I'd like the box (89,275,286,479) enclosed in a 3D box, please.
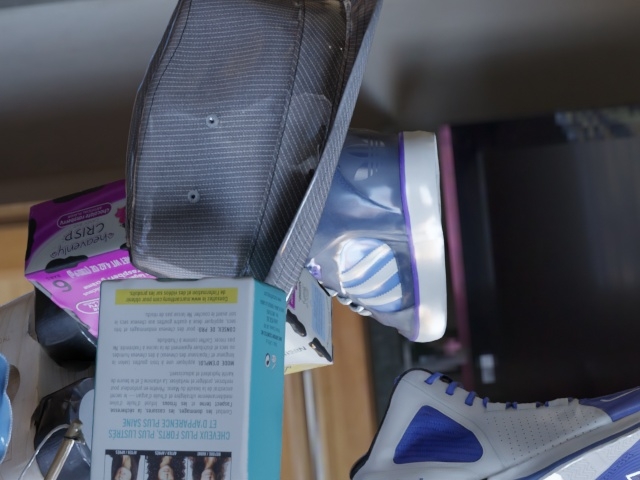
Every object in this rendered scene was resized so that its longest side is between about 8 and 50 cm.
[{"bbox_3d":[-0.078,0.145,0.954,0.060,0.100,0.244,27,64,-68],"label":"box"}]

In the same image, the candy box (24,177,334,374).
[{"bbox_3d":[-0.107,0.038,1.321,0.233,0.159,0.071,48,34,-50],"label":"candy box"}]

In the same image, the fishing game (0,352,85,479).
[{"bbox_3d":[-0.285,0.118,1.099,0.189,0.264,0.041,-58,156,14],"label":"fishing game"}]

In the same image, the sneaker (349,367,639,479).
[{"bbox_3d":[0.153,0.181,1.512,0.127,0.315,0.182,53,13,-54],"label":"sneaker"}]

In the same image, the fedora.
[{"bbox_3d":[-0.060,-0.074,1.085,0.244,0.124,0.275,-109,-145,-72],"label":"fedora"}]

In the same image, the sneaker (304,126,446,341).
[{"bbox_3d":[0.000,0.000,1.586,0.323,0.236,0.130,80,8,-60],"label":"sneaker"}]

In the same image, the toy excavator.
[{"bbox_3d":[-0.183,0.291,1.664,0.445,0.222,0.433,36,37,-44],"label":"toy excavator"}]
